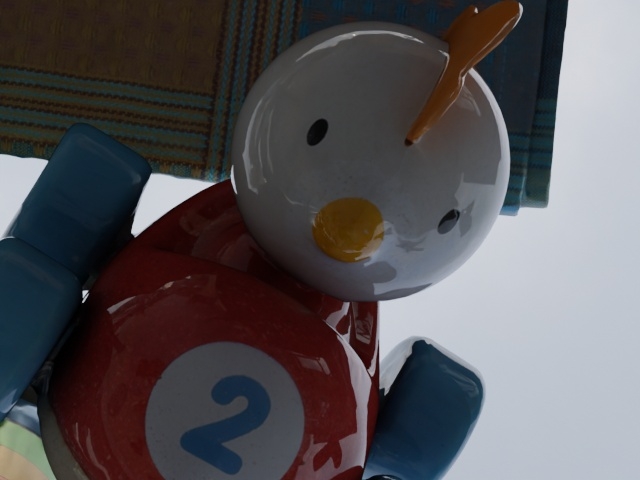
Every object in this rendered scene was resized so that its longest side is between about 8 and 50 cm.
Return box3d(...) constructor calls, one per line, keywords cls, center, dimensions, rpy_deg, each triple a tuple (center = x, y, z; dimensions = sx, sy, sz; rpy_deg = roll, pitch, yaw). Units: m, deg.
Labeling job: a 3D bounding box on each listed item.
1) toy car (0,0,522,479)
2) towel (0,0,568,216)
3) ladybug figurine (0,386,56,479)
box3d(cls="toy car", center=(0.000, 0.000, 0.781), dimensions=(0.219, 0.210, 0.238), rpy_deg=(32, -61, -7))
box3d(cls="towel", center=(-0.055, -0.163, 0.942), dimensions=(0.370, 0.040, 0.271), rpy_deg=(7, -91, -4))
box3d(cls="ladybug figurine", center=(-0.195, 0.155, 0.950), dimensions=(0.162, 0.449, 0.305), rpy_deg=(-24, -78, 10))
